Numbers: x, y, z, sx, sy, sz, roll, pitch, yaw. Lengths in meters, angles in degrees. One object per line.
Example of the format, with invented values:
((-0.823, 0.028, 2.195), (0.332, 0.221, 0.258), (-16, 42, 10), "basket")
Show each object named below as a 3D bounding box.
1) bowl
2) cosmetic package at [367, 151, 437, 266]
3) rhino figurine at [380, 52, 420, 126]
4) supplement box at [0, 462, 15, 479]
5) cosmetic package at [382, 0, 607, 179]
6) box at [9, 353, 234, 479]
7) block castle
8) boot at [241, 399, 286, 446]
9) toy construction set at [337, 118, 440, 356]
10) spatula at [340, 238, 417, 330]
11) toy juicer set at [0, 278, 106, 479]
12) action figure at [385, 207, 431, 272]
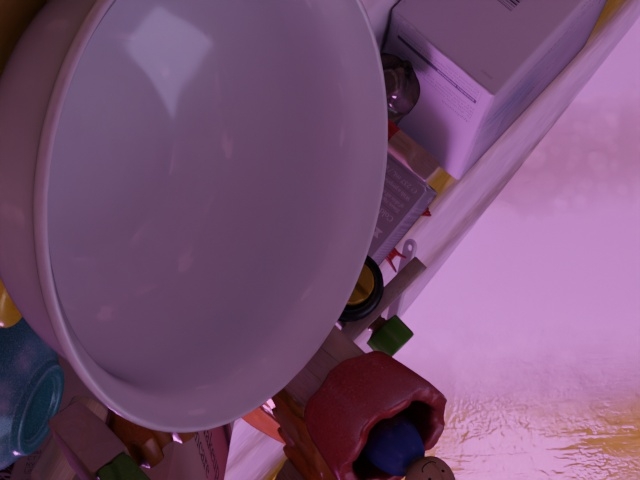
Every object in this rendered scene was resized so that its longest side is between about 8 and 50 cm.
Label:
((-0.098, -0.047, 1.042), (0.298, 0.134, 0.298), (-19, 115, -48), "bowl")
((0.000, 0.000, 1.864), (0.238, 0.127, 0.107), (-52, 171, 4), "cosmetic package")
((0.014, -0.088, 1.744), (0.243, 0.073, 0.106), (-52, 167, 25), "rhino figurine")
((-0.318, 0.271, 1.453), (0.191, 0.129, 0.194), (-51, 171, 6), "supplement box")
((0.179, -0.215, 1.811), (0.224, 0.138, 0.225), (-46, 171, -17), "cosmetic package")
((-0.153, 0.173, 1.411), (0.232, 0.126, 0.149), (-81, 164, -45), "box")
((-0.109, 0.271, 1.145), (0.453, 0.213, 0.303), (-36, 144, -18), "block castle")
((-0.026, 0.154, 2.049), (0.109, 0.220, 0.283), (-42, 168, -39), "boot")
((0.007, -0.004, 1.540), (0.309, 0.237, 0.257), (-44, 169, -34), "toy construction set")
((0.039, 0.093, 2.113), (0.019, 0.168, 0.242), (-2, 110, -52), "spatula")
((-0.212, 0.081, 1.218), (0.209, 0.089, 0.329), (-56, 160, -50), "toy juicer set")
((0.103, -0.075, 2.032), (0.280, 0.139, 0.091), (-49, 169, 9), "action figure")
